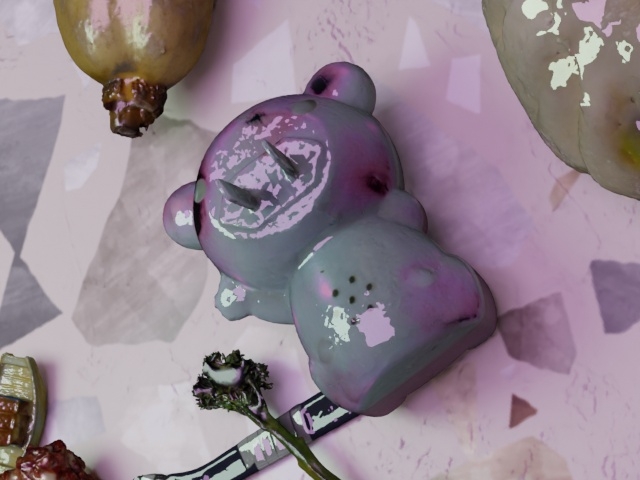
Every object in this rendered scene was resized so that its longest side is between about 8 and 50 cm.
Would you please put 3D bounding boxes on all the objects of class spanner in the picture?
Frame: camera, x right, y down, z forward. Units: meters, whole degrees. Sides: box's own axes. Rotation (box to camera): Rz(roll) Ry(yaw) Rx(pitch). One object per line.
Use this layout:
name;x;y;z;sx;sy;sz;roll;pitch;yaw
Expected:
spanner;-0.064;0.216;1.851;0.316;0.024;0.087;-31;69;19

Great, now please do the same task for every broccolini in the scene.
broccolini;-0.020;0.194;1.810;0.254;0.071;0.057;38;57;20

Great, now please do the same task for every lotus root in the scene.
lotus root;-0.192;-0.269;1.935;0.169;0.151;0.342;-7;80;12

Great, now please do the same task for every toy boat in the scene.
toy boat;-0.333;0.204;1.971;0.065;0.066;0.172;11;87;26

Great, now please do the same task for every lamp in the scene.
lamp;0.000;0.000;1.730;0.247;0.247;0.301;-39;70;12

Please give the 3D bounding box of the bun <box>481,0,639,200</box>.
bun;0.305;-0.216;1.618;0.365;0.219;0.365;-4;82;29

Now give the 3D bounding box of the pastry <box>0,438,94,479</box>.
pastry;-0.309;0.301;1.913;0.208;0.115;0.097;-46;57;13
